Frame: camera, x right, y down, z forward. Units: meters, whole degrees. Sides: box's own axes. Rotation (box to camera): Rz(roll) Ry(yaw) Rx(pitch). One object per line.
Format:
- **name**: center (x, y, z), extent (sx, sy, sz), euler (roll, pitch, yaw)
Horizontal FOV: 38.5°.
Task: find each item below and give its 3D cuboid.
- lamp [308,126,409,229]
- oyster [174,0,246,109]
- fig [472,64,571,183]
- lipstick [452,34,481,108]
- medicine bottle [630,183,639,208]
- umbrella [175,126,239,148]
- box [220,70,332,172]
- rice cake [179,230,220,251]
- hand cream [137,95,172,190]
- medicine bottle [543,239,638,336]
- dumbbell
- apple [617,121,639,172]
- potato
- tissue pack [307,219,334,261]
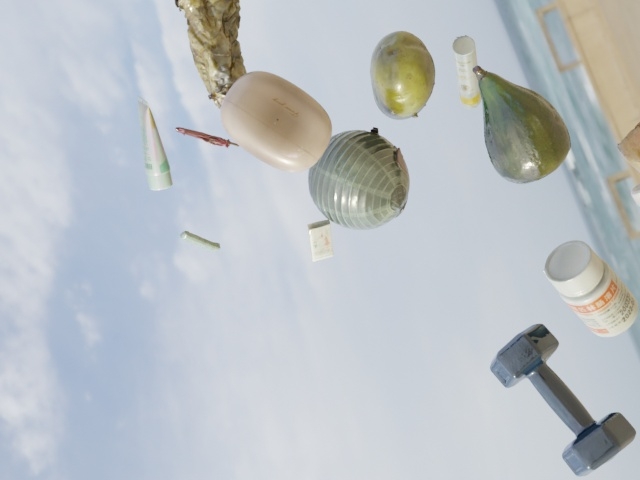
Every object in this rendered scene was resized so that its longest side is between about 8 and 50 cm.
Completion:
- **lamp**: center (0.095, -0.132, 2.085), extent (0.265, 0.233, 0.233), euler (72, -174, -53)
- **oyster**: center (-0.191, -0.379, 1.801), extent (0.079, 0.129, 0.344), euler (18, 127, 50)
- **fig**: center (0.269, -0.167, 1.253), extent (0.177, 0.117, 0.117), euler (64, -164, -1)
- **lipstick**: center (0.375, -0.425, 2.338), extent (0.264, 0.059, 0.059), euler (59, -165, -64)
- **medicine bottle**: center (0.699, -0.079, 1.933), extent (0.089, 0.052, 0.052), euler (55, -162, -9)
- **umbrella**: center (-0.264, -0.239, 2.141), extent (0.165, 0.025, 0.027), euler (13, -148, -32)
- **box**: center (-0.078, -0.210, 1.620), extent (0.200, 0.146, 0.088), euler (33, 177, -5)
- **rice cake**: center (-0.299, 0.002, 2.276), extent (0.121, 0.022, 0.021), euler (24, -143, -45)
- **hand cream**: center (-0.317, -0.182, 1.725), extent (0.076, 0.047, 0.174), euler (-144, 41, -60)
- **medicine bottle**: center (0.666, 0.118, 2.253), extent (0.252, 0.144, 0.144), euler (45, -155, -30)
- **dumbbell**: center (0.506, 0.335, 1.937), extent (0.316, 0.156, 0.144), euler (52, -168, 19)
- **apple**: center (0.872, -0.280, 2.161), extent (0.254, 0.346, 0.179), euler (21, -145, -26)
- **potato**: center (0.184, -0.368, 2.062), extent (0.228, 0.149, 0.197), euler (80, -165, -57)
- **tissue pack**: center (0.000, 0.000, 2.151), extent (0.108, 0.056, 0.023), euler (85, 167, -45)
